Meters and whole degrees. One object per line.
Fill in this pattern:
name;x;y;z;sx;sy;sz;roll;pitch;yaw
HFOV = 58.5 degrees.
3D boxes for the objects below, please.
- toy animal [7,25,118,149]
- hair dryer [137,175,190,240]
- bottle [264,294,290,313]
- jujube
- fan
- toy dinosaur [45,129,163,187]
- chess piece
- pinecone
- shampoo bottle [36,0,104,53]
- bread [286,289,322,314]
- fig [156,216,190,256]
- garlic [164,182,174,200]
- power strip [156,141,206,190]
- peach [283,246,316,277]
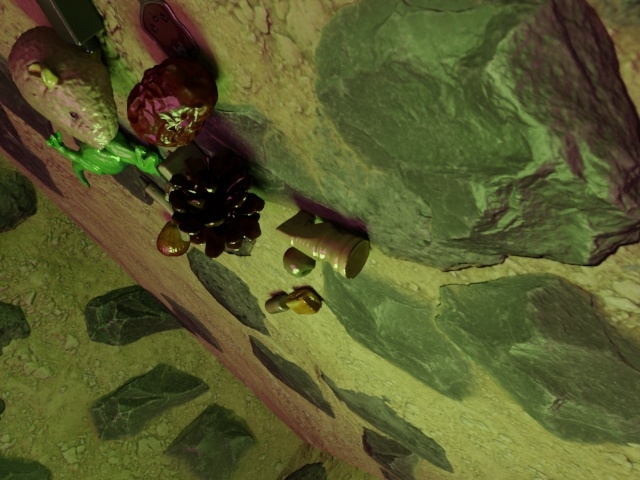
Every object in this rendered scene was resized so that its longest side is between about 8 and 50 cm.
toy animal;-0.604;-0.383;1.336;0.358;0.188;0.227;34;146;18
hair dryer;-0.492;-0.109;1.806;0.220;0.054;0.195;36;156;13
bottle;-0.135;0.204;1.812;0.053;0.053;0.140;45;157;-9
jujube;-0.286;-0.271;1.114;0.155;0.155;0.230;48;147;-15
fan;-0.312;-0.419;1.058;0.220;0.009;0.132;49;152;-21
toy dinosaur;-0.621;-0.228;1.757;0.374;0.144;0.500;27;158;2
chess piece;0.000;0.000;1.216;0.200;0.090;0.090;27;153;29
pinecone;-0.237;-0.089;1.276;0.229;0.202;0.201;48;154;14
shampoo bottle;-0.526;-0.496;1.156;0.080;0.079;0.246;26;152;33
bread;-0.047;0.176;1.636;0.074;0.053;0.132;42;156;-13
fig;-0.504;-0.014;1.911;0.119;0.119;0.153;20;147;39
garlic;-0.385;-0.155;1.539;0.074;0.094;0.113;-7;137;4
power strip;-0.286;-0.124;1.406;0.257;0.105;0.070;49;154;-18
peach;-0.052;0.049;1.393;0.083;0.083;0.083;33;155;17
